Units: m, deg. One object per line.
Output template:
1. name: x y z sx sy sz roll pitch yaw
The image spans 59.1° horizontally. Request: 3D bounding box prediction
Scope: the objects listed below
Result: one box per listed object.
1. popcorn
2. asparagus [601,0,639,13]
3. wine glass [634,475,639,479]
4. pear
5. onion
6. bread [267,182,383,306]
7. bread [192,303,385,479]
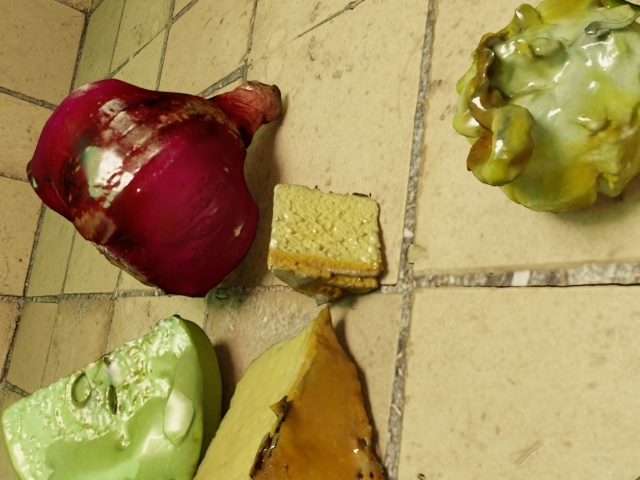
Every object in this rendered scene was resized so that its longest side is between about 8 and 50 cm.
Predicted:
1. popcorn: 0.203 -0.116 0.501 0.198 0.212 0.198 43 143 44
2. asparagus: 0.278 -0.247 0.578 0.027 0.034 0.236 -61 36 28
3. wine glass: 0.226 0.248 0.434 0.262 0.074 0.074 -58 40 19
4. pear: -0.286 0.335 0.910 0.342 0.238 0.318 -27 65 2
5. onion: -0.233 -0.139 0.946 0.420 0.398 0.398 -48 39 -6
6. bread: 0.000 0.000 0.747 0.127 0.152 0.147 -22 58 36
7. bread: -0.094 0.269 0.672 0.248 0.278 0.316 -43 59 43
